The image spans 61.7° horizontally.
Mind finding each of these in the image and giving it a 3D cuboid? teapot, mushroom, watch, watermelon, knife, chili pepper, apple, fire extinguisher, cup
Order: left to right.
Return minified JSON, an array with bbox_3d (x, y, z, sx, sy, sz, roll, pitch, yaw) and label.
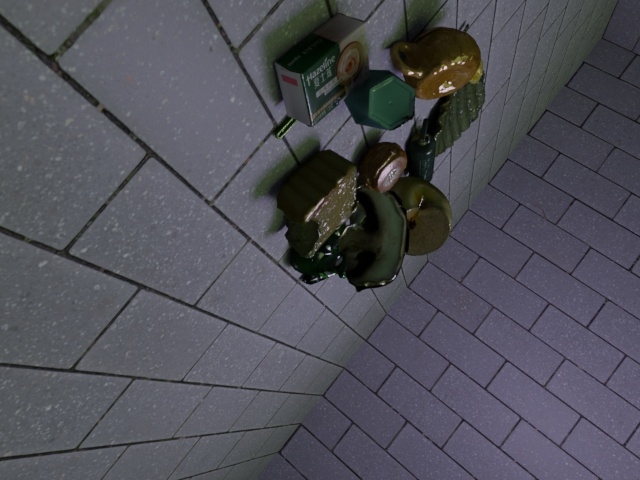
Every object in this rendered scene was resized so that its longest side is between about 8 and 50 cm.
[{"bbox_3d":[-0.038,-0.293,1.176,0.184,0.026,0.022,-49,120,-6],"label":"knife"},{"bbox_3d":[0.004,0.007,1.620,0.148,0.116,0.264,-4,128,-57],"label":"chili pepper"},{"bbox_3d":[0.042,0.040,1.792,0.152,0.131,0.165,19,112,-50],"label":"watch"},{"bbox_3d":[0.159,-0.009,1.729,0.247,0.344,0.130,-5,172,-5],"label":"mushroom"},{"bbox_3d":[0.136,-0.311,1.205,0.134,0.148,0.236,-31,-160,7],"label":"cup"},{"bbox_3d":[0.318,-0.099,1.942,0.258,0.295,0.233,129,-28,-56],"label":"apple"},{"bbox_3d":[0.366,-0.311,1.930,0.311,0.095,0.114,65,41,-68],"label":"fire extinguisher"},{"bbox_3d":[0.299,-0.489,1.419,0.311,0.167,0.203,-12,163,-33],"label":"teapot"},{"bbox_3d":[0.501,-0.579,1.806,0.105,0.062,0.105,-6,100,-38],"label":"watermelon"}]

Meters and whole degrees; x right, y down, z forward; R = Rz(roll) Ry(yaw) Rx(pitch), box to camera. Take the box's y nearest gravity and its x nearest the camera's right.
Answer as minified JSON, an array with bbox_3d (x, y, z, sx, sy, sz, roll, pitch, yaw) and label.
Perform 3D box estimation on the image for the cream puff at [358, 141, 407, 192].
[{"bbox_3d":[0.183,-0.229,1.628,0.165,0.115,0.150,-42,152,-3],"label":"cream puff"}]

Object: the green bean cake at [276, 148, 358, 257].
[{"bbox_3d":[-0.014,-0.097,1.399,0.233,0.124,0.236,-46,159,-20],"label":"green bean cake"}]

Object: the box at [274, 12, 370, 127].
[{"bbox_3d":[0.009,-0.346,1.086,0.199,0.081,0.135,-47,150,-22],"label":"box"}]

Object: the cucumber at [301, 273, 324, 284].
[{"bbox_3d":[0.038,0.092,1.913,0.293,0.067,0.067,-32,151,-43],"label":"cucumber"}]

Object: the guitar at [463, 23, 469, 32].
[{"bbox_3d":[0.382,-0.567,1.637,0.233,0.025,0.088,-54,160,-1],"label":"guitar"}]

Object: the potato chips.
[{"bbox_3d":[0.513,-0.466,2.028,0.358,0.070,0.429,-55,160,-1],"label":"potato chips"}]
